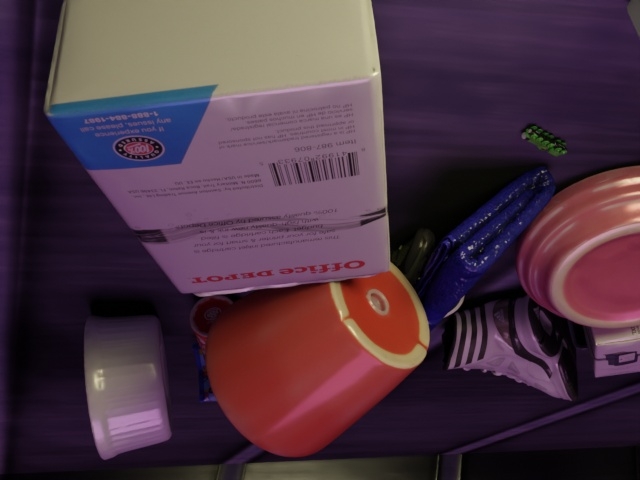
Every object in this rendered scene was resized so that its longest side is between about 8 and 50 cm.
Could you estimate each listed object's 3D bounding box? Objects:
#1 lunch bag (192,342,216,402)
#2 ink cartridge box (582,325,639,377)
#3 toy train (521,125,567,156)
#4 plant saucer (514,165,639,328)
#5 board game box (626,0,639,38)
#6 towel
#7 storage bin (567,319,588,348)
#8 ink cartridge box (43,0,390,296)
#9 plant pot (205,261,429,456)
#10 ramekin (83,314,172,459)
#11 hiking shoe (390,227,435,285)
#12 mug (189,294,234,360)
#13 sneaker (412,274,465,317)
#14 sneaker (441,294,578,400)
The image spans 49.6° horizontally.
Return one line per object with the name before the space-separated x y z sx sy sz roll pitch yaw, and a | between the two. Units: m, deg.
lunch bag | -0.128 0.293 1.615 0.221 0.138 0.293 -13 164 14
ink cartridge box | 0.563 0.149 1.345 0.100 0.172 0.237 -12 152 15
toy train | 0.299 -0.131 0.925 0.083 0.017 0.024 16 157 -35
plant saucer | 0.481 0.033 1.095 0.332 0.084 0.332 1 135 1
board game box | 0.479 -0.257 0.617 0.303 0.097 0.224 -2 152 -8
towel | 0.225 0.026 1.073 0.227 0.076 0.308 -43 168 -27
storage bin | 0.639 0.206 1.569 0.135 0.098 0.091 -14 162 19
ink cartridge box | -0.075 -0.097 0.770 0.285 0.166 0.395 -6 152 4
plant pot | 0.009 0.148 1.025 0.275 0.275 0.243 19 135 -38
ramekin | -0.372 0.277 1.362 0.135 0.277 0.277 -7 154 -12
hiking shoe | 0.100 0.053 1.175 0.114 0.086 0.227 38 119 5
mug | -0.188 0.170 1.385 0.113 0.150 0.169 27 156 20
sneaker | 0.158 0.098 1.282 0.235 0.084 0.097 -2 152 -4
sneaker | 0.425 0.246 1.576 0.257 0.169 0.447 -10 146 30
